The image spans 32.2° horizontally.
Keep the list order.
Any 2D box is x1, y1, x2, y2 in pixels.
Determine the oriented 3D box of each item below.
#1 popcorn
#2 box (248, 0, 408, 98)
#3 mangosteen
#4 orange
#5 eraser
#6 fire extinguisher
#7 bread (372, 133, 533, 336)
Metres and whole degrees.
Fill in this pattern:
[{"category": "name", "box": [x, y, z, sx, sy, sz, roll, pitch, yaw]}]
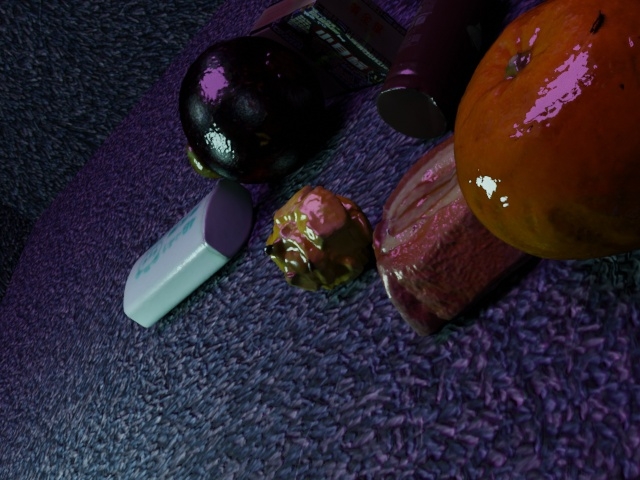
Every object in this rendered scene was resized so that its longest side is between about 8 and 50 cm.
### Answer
[{"category": "popcorn", "box": [0.000, 0.000, 1.561, 0.152, 0.148, 0.167, -40, -9, -44]}, {"category": "box", "box": [0.015, -0.362, 2.000, 0.084, 0.198, 0.310, -58, 21, -14]}, {"category": "mangosteen", "box": [-0.129, -0.226, 2.007, 0.288, 0.288, 0.288, -44, 23, 25]}, {"category": "orange", "box": [0.259, -0.109, 1.057, 0.284, 0.226, 0.284, -46, 17, 19]}, {"category": "eraser", "box": [-0.253, 0.026, 2.116, 0.290, 0.104, 0.189, -38, 29, 37]}, {"category": "fire extinguisher", "box": [0.195, -0.320, 1.661, 0.135, 0.114, 0.337, 121, 174, -63]}, {"category": "bread", "box": [0.169, -0.029, 1.276, 0.244, 0.123, 0.190, -41, 23, 28]}]
